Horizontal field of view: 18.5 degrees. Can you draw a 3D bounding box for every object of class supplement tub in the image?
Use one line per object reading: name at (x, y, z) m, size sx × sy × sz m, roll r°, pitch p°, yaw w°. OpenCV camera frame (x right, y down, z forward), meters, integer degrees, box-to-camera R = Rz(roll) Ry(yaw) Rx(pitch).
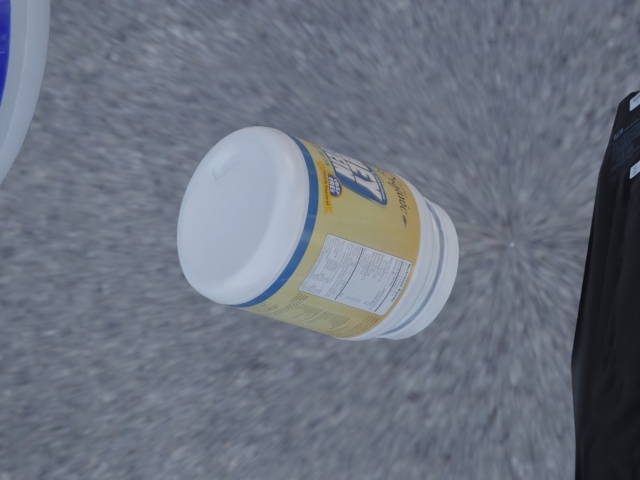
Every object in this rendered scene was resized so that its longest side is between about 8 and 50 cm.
supplement tub at (0.000, 0.000, 1.593) m, size 0.144 × 0.199 × 0.144 m, roll -21°, pitch 60°, yaw 43°

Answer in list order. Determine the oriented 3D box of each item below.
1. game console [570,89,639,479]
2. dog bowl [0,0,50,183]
game console at (0.172, 0.001, 0.689) m, size 0.044 × 0.361 × 0.213 m, roll 13°, pitch 70°, yaw -12°
dog bowl at (-0.252, -0.110, 0.860) m, size 0.264 × 0.104 × 0.265 m, roll 9°, pitch 107°, yaw 31°
